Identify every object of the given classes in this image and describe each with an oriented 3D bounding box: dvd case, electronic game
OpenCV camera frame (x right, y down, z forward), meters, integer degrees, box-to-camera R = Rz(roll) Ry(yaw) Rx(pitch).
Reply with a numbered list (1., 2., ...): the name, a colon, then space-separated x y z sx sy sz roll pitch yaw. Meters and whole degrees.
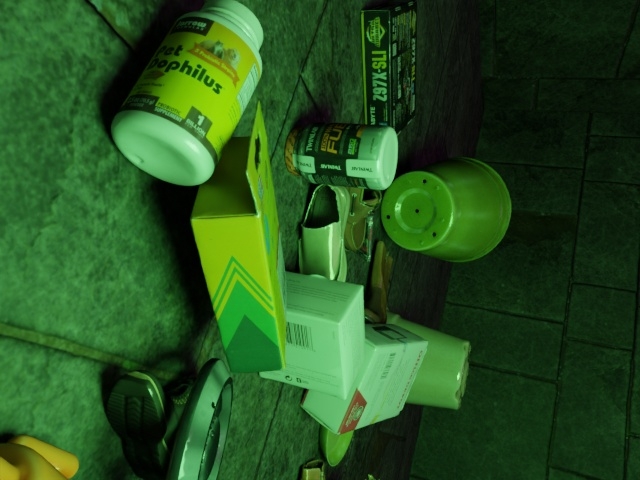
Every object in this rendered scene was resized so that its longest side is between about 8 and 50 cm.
1. dvd case: 0.110 -0.014 1.298 0.013 0.087 0.119 -6 108 -20
2. electronic game: -0.157 0.267 0.640 0.229 0.048 0.229 9 90 -89

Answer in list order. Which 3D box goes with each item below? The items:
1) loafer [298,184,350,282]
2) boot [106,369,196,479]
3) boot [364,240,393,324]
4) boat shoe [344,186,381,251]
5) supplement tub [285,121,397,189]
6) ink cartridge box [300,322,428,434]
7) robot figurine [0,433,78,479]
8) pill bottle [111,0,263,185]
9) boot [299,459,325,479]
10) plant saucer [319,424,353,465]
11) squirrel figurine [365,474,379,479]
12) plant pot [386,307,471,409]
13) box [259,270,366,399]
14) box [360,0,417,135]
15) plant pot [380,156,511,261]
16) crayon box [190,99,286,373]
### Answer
1. loafer: 0.000 0.000 1.020 0.092 0.102 0.268 35 56 -63
2. boot: -0.202 0.207 0.659 0.137 0.077 0.197 -58 161 -52
3. boot: 0.166 0.137 1.454 0.264 0.096 0.280 43 56 -59
4. boat shoe: 0.085 -0.089 1.165 0.110 0.105 0.307 -62 151 -41
5. supplement tub: 0.038 -0.158 0.922 0.117 0.191 0.116 8 90 -68
6. ink cartridge box: 0.119 0.327 1.232 0.306 0.131 0.226 15 99 -56
7. robot figurine: -0.268 0.264 0.435 0.128 0.158 0.219 -32 133 -24
8. pill bottle: -0.143 -0.179 0.584 0.117 0.117 0.214 61 43 -55
9. boot: -0.040 0.618 1.178 0.197 0.073 0.152 13 83 -73
10. plant saucer: 0.050 0.493 1.379 0.241 0.037 0.240 9 90 -67
11. squirrel figurine: 0.085 0.782 1.174 0.397 0.281 0.370 -47 172 -22
12. plant pot: 0.322 0.409 1.641 0.334 0.306 0.333 9 90 -67
13. box: -0.020 0.168 0.912 0.119 0.181 0.181 -50 141 -51
14. box: 0.188 -0.451 1.320 0.257 0.080 0.321 -52 144 -52
15. plant pot: 0.375 -0.098 1.598 0.353 0.367 0.366 -5 103 -54
16. crayon box: -0.101 -0.001 0.674 0.202 0.081 0.318 -94 180 -54
